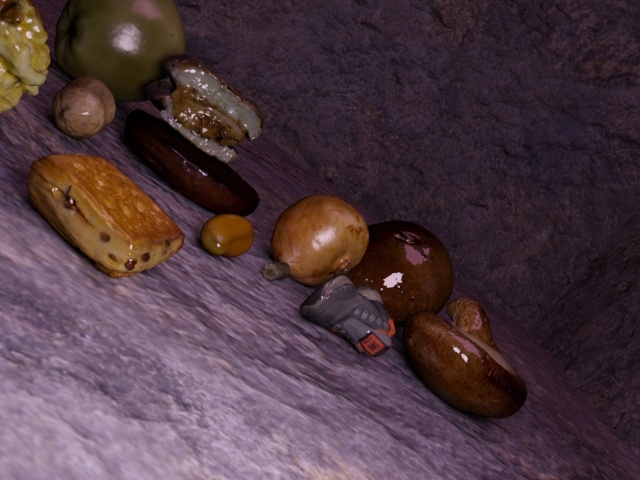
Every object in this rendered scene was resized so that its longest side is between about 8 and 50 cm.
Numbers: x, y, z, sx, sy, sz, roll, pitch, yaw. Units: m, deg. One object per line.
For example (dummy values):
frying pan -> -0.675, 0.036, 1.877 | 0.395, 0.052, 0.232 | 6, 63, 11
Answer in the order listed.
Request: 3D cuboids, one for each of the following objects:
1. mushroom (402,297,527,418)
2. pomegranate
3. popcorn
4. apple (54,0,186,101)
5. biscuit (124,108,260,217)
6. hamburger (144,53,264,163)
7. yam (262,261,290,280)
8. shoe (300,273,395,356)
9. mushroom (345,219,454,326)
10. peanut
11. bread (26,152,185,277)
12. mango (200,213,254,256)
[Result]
mushroom -> 0.357, 0.309, 1.728 | 0.345, 0.239, 0.345 | 17, 24, -8
pomegranate -> 0.000, 0.000, 1.740 | 0.248, 0.248, 0.248 | 36, 11, -8
popcorn -> -0.605, -0.347, 1.228 | 0.293, 0.237, 0.293 | 33, 14, -9
apple -> -0.565, -0.569, 1.986 | 0.357, 0.357, 0.357 | 36, 11, -8
biscuit -> -0.342, -0.194, 1.833 | 0.407, 0.091, 0.407 | 36, 8, -6
hamburger -> -0.331, -0.376, 1.930 | 0.318, 0.195, 0.277 | 35, 9, -36
yam -> -0.101, 0.071, 1.623 | 0.043, 0.043, 0.094 | 41, 10, 16
shoe -> 0.080, 0.187, 1.557 | 0.171, 0.132, 0.336 | 53, 13, 24
mushroom -> 0.171, 0.103, 1.945 | 0.331, 0.356, 0.334 | -4, 64, -48
peanut -> -0.526, -0.295, 1.555 | 0.129, 0.129, 0.224 | 34, 18, -21
bread -> -0.354, -0.040, 1.142 | 0.235, 0.099, 0.210 | 44, 14, 5
mango -> -0.207, -0.008, 1.512 | 0.102, 0.085, 0.184 | 43, 22, 7
